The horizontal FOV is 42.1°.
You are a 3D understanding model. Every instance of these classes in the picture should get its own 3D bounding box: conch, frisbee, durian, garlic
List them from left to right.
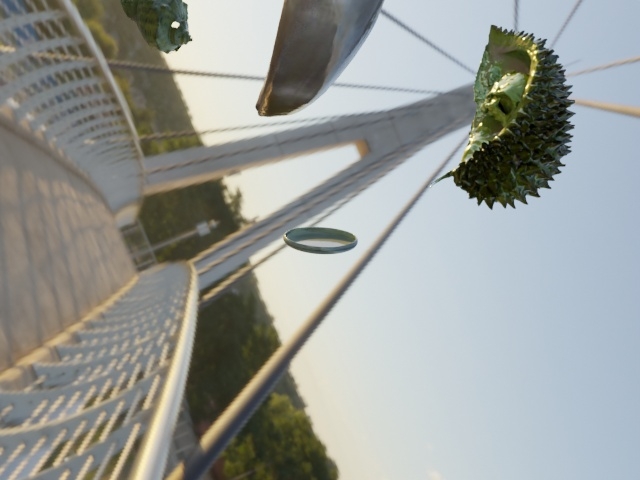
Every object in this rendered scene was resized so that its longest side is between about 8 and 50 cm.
[{"bbox_3d":[-0.220,-0.308,1.147,0.121,0.089,0.074,36,-51,12],"label":"conch"},{"bbox_3d":[-0.003,-0.237,0.887,0.318,0.112,0.143,-50,-156,50],"label":"garlic"},{"bbox_3d":[0.000,0.000,1.213,0.110,0.110,0.014,-129,-140,-69],"label":"frisbee"},{"bbox_3d":[0.316,-0.197,1.346,0.170,0.355,0.157,1,-35,36],"label":"durian"}]
